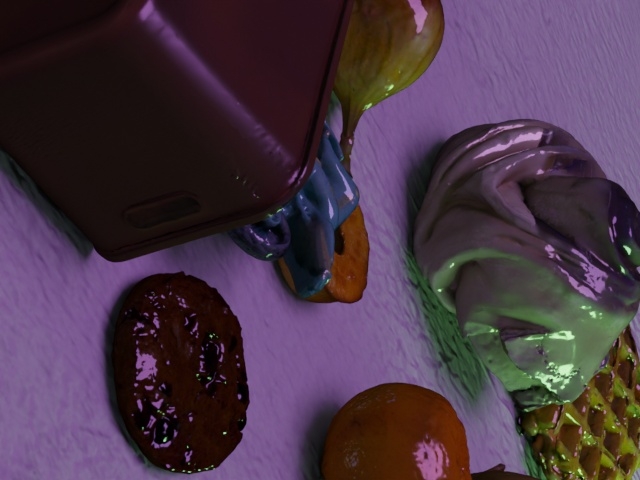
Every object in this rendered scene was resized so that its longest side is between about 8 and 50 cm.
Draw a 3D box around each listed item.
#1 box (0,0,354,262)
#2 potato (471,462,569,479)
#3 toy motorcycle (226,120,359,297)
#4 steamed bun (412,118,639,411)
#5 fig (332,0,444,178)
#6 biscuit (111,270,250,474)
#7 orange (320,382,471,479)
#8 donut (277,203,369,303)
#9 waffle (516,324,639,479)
[{"bbox_3d":[-0.138,-0.194,1.325,0.229,0.239,0.339,48,41,-38],"label":"box"},{"bbox_3d":[0.173,0.386,1.691,0.196,0.246,0.300,38,51,0],"label":"potato"},{"bbox_3d":[-0.041,-0.061,1.535,0.198,0.109,0.296,37,30,-25],"label":"toy motorcycle"},{"bbox_3d":[0.304,0.007,1.948,0.346,0.237,0.394,0,68,-47],"label":"steamed bun"},{"bbox_3d":[0.056,-0.199,1.785,0.159,0.159,0.257,17,85,-57],"label":"fig"},{"bbox_3d":[-0.127,0.122,1.417,0.192,0.049,0.192,24,60,-50],"label":"biscuit"},{"bbox_3d":[0.083,0.240,1.626,0.177,0.155,0.178,9,79,-61],"label":"orange"},{"bbox_3d":[0.000,0.000,1.667,0.152,0.058,0.152,31,53,-53],"label":"donut"},{"bbox_3d":[0.381,0.207,2.222,0.382,0.095,0.380,-23,101,-58],"label":"waffle"}]
